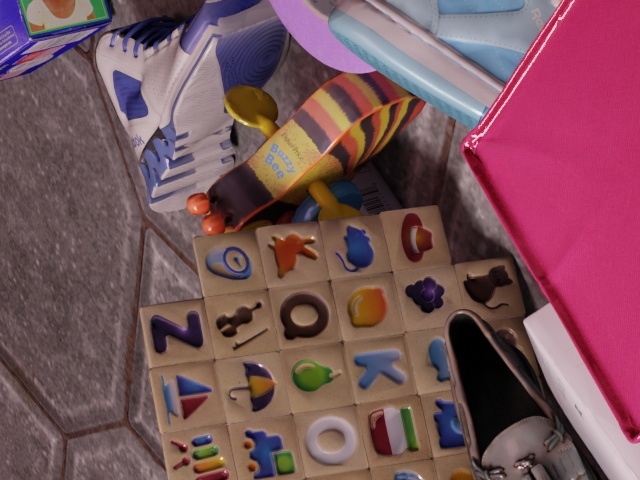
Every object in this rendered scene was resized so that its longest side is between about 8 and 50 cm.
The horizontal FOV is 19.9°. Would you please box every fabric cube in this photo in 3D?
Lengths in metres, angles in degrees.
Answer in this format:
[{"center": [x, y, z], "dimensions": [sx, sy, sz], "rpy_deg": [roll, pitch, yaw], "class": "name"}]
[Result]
[{"center": [0.291, -0.051, 1.128], "dimensions": [0.254, 0.258, 0.259], "rpy_deg": [-58, 44, 38], "class": "fabric cube"}]

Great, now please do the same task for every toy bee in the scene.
[{"center": [-0.035, -0.040, 1.689], "dimensions": [0.195, 0.162, 0.298], "rpy_deg": [29, 105, 30], "class": "toy bee"}]

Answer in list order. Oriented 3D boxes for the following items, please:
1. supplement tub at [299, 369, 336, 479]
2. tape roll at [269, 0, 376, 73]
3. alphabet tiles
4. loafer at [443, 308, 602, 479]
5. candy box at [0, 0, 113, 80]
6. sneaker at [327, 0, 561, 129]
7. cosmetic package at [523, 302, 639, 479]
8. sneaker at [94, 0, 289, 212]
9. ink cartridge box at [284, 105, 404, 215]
[{"center": [0.022, 0.226, 1.741], "dimensions": [0.241, 0.241, 0.331], "rpy_deg": [65, 150, 11], "class": "supplement tub"}, {"center": [0.043, -0.290, 1.611], "dimensions": [0.275, 0.090, 0.274], "rpy_deg": [32, 131, 46], "class": "tape roll"}, {"center": [0.024, 0.115, 1.579], "dimensions": [0.011, 0.343, 0.285], "rpy_deg": [119, 141, -67], "class": "alphabet tiles"}, {"center": [0.150, 0.157, 1.445], "dimensions": [0.084, 0.096, 0.267], "rpy_deg": [57, -174, -37], "class": "loafer"}, {"center": [-0.393, -0.367, 2.188], "dimensions": [0.268, 0.122, 0.317], "rpy_deg": [-16, 93, 58], "class": "candy box"}, {"center": [0.188, -0.168, 1.428], "dimensions": [0.319, 0.208, 0.127], "rpy_deg": [32, 178, 1], "class": "sneaker"}, {"center": [0.273, 0.140, 1.344], "dimensions": [0.224, 0.138, 0.224], "rpy_deg": [56, 180, 22], "class": "cosmetic package"}, {"center": [-0.158, -0.184, 1.922], "dimensions": [0.182, 0.127, 0.315], "rpy_deg": [56, 146, 20], "class": "sneaker"}, {"center": [0.000, 0.000, 1.848], "dimensions": [0.189, 0.066, 0.232], "rpy_deg": [58, 140, 21], "class": "ink cartridge box"}]
